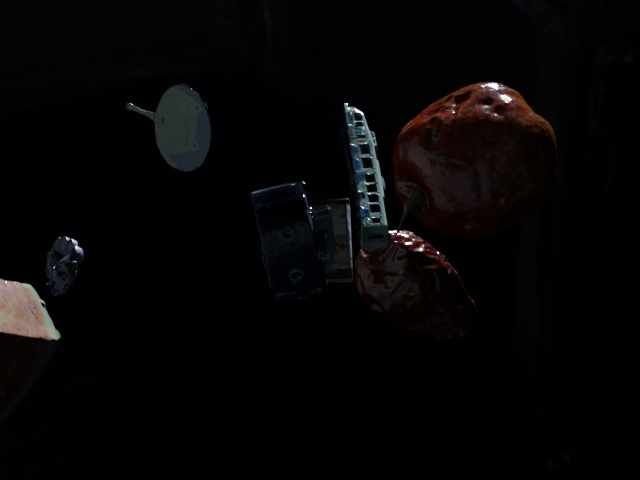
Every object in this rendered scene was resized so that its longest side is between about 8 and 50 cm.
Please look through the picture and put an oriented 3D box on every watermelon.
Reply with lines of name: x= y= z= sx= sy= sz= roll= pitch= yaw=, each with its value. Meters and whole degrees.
watermelon: x=-0.538 y=0.203 z=1.563 sx=0.250 sy=0.283 sz=0.292 roll=66 pitch=-13 yaw=-20

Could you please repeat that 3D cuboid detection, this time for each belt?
belt: x=-0.036 y=0.013 z=1.711 sx=0.218 sy=0.128 sz=0.122 roll=82 pitch=-6 yaw=-47

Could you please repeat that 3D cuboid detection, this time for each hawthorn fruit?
hawthorn fruit: x=0.247 y=-0.128 z=1.640 sx=0.258 sy=0.262 sz=0.258 roll=-178 pitch=-90 yaw=-80

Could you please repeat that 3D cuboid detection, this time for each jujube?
jujube: x=0.225 y=0.115 z=2.334 sx=0.342 sy=0.216 sz=0.216 roll=34 pitch=12 yaw=-39

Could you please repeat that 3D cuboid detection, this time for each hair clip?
hair clip: x=-0.541 y=0.052 z=2.082 sx=0.195 sy=0.052 sz=0.124 roll=11 pitch=-96 yaw=62

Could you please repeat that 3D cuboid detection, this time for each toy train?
toy train: x=0.052 y=-0.086 z=1.239 sx=0.043 sy=0.047 sz=0.207 roll=89 pitch=-5 yaw=-53

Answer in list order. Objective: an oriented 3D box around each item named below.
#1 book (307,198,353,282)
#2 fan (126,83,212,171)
book: x=0.000 y=0.000 z=2.557 sx=0.026 sy=0.157 sz=0.231 roll=83 pitch=4 yaw=-63
fan: x=-0.200 y=-0.154 z=1.322 sx=0.175 sy=0.005 sz=0.113 roll=24 pitch=-66 yaw=37
